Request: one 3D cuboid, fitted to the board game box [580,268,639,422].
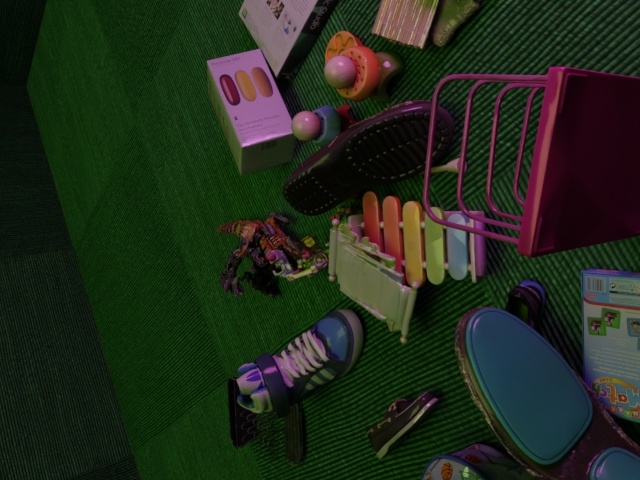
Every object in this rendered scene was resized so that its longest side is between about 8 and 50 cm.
[{"bbox_3d":[0.453,0.151,0.816,0.160,0.039,0.212,4,99,50],"label":"board game box"}]

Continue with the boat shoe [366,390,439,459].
[{"bbox_3d":[0.157,0.364,1.174,0.069,0.081,0.228,52,135,25],"label":"boat shoe"}]

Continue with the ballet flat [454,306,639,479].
[{"bbox_3d":[0.365,0.310,0.838,0.483,0.164,0.182,45,159,22],"label":"ballet flat"}]

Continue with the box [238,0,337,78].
[{"bbox_3d":[-0.059,-0.561,1.292,0.322,0.058,0.232,-52,58,43],"label":"box"}]

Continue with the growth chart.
[{"bbox_3d":[0.095,0.072,1.121,0.237,0.021,0.172,38,135,31],"label":"growth chart"}]

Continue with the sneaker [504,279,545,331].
[{"bbox_3d":[0.321,0.159,0.945,0.067,0.078,0.188,13,108,48],"label":"sneaker"}]

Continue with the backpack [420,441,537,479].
[{"bbox_3d":[0.263,0.494,0.988,0.276,0.213,0.263,14,97,51],"label":"backpack"}]

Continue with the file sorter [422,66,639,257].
[{"bbox_3d":[0.299,-0.114,0.762,0.182,0.290,0.202,22,113,49],"label":"file sorter"}]

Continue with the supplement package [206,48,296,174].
[{"bbox_3d":[-0.167,-0.303,1.370,0.134,0.139,0.244,111,137,-66],"label":"supplement package"}]

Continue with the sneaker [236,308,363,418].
[{"bbox_3d":[-0.064,0.286,1.304,0.130,0.236,0.323,59,136,25],"label":"sneaker"}]

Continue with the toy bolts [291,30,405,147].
[{"bbox_3d":[0.019,-0.301,1.161,0.218,0.158,0.229,48,130,33],"label":"toy bolts"}]

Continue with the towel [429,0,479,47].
[{"bbox_3d":[0.211,-0.424,1.011,0.110,0.027,0.148,-45,58,43],"label":"towel"}]

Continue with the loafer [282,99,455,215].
[{"bbox_3d":[0.081,-0.175,1.111,0.366,0.130,0.134,-21,123,31],"label":"loafer"}]

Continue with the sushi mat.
[{"bbox_3d":[0.179,-0.502,1.011,0.151,0.019,0.317,37,117,46],"label":"sushi mat"}]

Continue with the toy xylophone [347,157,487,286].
[{"bbox_3d":[0.179,-0.023,1.080,0.322,0.081,0.236,-10,88,50],"label":"toy xylophone"}]

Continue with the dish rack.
[{"bbox_3d":[-0.149,0.489,1.571,0.271,0.074,0.208,7,102,49],"label":"dish rack"}]

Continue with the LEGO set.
[{"bbox_3d":[0.000,0.000,1.239,0.132,0.107,0.287,49,115,10],"label":"LEGO set"}]

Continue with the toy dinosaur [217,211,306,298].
[{"bbox_3d":[-0.154,0.026,1.476,0.322,0.164,0.218,34,108,63],"label":"toy dinosaur"}]
